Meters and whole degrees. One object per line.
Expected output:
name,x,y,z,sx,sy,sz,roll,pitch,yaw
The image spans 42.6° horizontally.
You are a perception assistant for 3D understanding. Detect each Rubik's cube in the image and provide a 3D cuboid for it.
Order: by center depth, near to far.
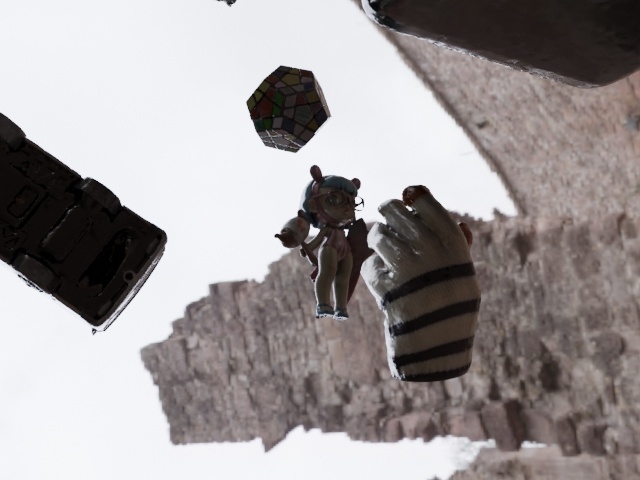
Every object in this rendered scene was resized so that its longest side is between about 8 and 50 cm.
Rubik's cube,-0.040,-0.165,1.035,0.111,0.111,0.093,35,-120,-45

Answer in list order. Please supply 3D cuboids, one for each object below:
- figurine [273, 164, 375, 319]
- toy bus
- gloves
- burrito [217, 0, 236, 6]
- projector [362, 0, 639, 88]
figurine,-0.002,0.004,1.377,0.205,0.103,0.259,10,-108,-29
toy bus,-0.492,-0.029,1.440,0.440,0.249,0.209,33,-106,3
gloves,0.122,0.045,0.961,0.131,0.140,0.218,-117,22,-83
burrito,-0.284,-0.517,1.510,0.139,0.446,0.101,-46,-27,-57
projector,0.293,-0.380,0.894,0.395,0.405,0.241,9,-111,-25
